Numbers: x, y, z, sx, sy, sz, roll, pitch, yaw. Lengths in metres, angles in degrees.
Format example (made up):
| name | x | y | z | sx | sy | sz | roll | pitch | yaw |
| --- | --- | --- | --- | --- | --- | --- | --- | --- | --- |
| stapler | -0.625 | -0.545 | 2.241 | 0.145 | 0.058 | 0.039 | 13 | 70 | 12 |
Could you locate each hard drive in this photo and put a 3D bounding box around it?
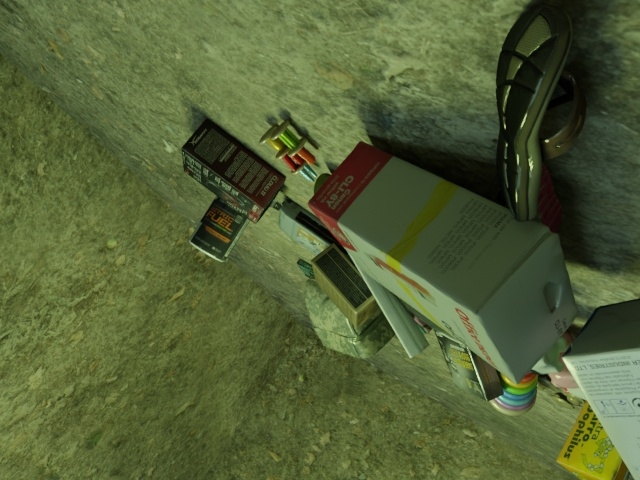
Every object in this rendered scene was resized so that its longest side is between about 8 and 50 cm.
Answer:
| name | x | y | z | sx | sy | sz | roll | pitch | yaw |
| --- | --- | --- | --- | --- | --- | --- | --- | --- | --- |
| hard drive | 0.170 | 0.142 | 1.304 | 0.308 | 0.040 | 0.203 | 59 | -170 | 15 |

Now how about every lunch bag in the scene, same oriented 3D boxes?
| name | x | y | z | sx | sy | sz | roll | pitch | yaw |
| --- | --- | --- | --- | --- | --- | --- | --- | --- | --- |
| lunch bag | 0.093 | 0.234 | 1.782 | 0.305 | 0.212 | 0.256 | 5 | 130 | 57 |

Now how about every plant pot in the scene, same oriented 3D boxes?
| name | x | y | z | sx | sy | sz | roll | pitch | yaw |
| --- | --- | --- | --- | --- | --- | --- | --- | --- | --- |
| plant pot | 0.041 | -0.105 | 1.126 | 0.079 | 0.083 | 0.083 | 5 | 148 | 41 |

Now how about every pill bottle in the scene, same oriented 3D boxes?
| name | x | y | z | sx | sy | sz | roll | pitch | yaw |
| --- | --- | --- | --- | --- | --- | --- | --- | --- | --- |
| pill bottle | -0.288 | -0.069 | 1.596 | 0.130 | 0.246 | 0.130 | 31 | 177 | 2 |

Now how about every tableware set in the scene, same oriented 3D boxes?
| name | x | y | z | sx | sy | sz | roll | pitch | yaw |
| --- | --- | --- | --- | --- | --- | --- | --- | --- | --- |
| tableware set | 0.675 | 0.435 | 1.490 | 0.168 | 0.020 | 0.141 | 34 | 164 | 10 |

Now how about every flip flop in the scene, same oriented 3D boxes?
| name | x | y | z | sx | sy | sz | roll | pitch | yaw |
| --- | --- | --- | --- | --- | --- | --- | --- | --- | --- |
| flip flop | 0.245 | -0.128 | 0.572 | 0.079 | 0.112 | 0.277 | -9 | 138 | 10 |

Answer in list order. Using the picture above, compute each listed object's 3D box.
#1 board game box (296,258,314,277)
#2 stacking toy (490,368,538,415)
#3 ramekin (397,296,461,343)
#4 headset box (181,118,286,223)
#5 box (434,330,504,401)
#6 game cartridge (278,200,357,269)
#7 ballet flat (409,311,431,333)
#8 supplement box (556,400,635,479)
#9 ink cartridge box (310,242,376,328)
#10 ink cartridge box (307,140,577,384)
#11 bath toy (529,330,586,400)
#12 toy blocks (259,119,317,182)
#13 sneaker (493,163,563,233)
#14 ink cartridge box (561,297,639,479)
| name | x | y | z | sx | sy | sz | roll | pitch | yaw |
| --- | --- | --- | --- | --- | --- | --- | --- | --- | --- |
| board game box | -0.001 | 0.146 | 2.069 | 0.186 | 0.026 | 0.126 | 27 | 163 | 28 |
| stacking toy | 0.521 | 0.352 | 1.384 | 0.141 | 0.141 | 0.330 | 27 | 155 | 29 |
| ramekin | 0.296 | 0.144 | 1.230 | 0.207 | 0.109 | 0.207 | 37 | 170 | 8 |
| headset box | -0.232 | -0.171 | 1.435 | 0.293 | 0.110 | 0.218 | 37 | 165 | -4 |
| box | 0.412 | 0.335 | 1.466 | 0.231 | 0.056 | 0.183 | 156 | 94 | -82 |
| game cartridge | 0.000 | 0.000 | 1.573 | 0.297 | 0.062 | 0.198 | 34 | 161 | 4 |
| ballet flat | 0.256 | 0.190 | 1.540 | 0.221 | 0.079 | 0.077 | 38 | 171 | -12 |
| supplement box | 0.830 | 0.598 | 1.313 | 0.356 | 0.194 | 0.195 | 38 | 165 | -6 |
| ink cartridge box | 0.071 | 0.135 | 1.473 | 0.193 | 0.088 | 0.235 | 49 | 171 | 17 |
| ink cartridge box | 0.196 | 0.028 | 0.872 | 0.384 | 0.160 | 0.279 | 36 | 171 | 45 |
| bath toy | 0.482 | 0.234 | 1.076 | 0.348 | 0.152 | 0.129 | 33 | 154 | -21 |
| toy blocks | -0.049 | -0.183 | 1.112 | 0.148 | 0.054 | 0.123 | 42 | 164 | -22 |
| sneaker | 0.297 | -0.051 | 0.752 | 0.074 | 0.063 | 0.170 | 24 | 159 | 45 |
| ink cartridge box | 0.532 | 0.257 | 0.634 | 0.396 | 0.151 | 0.270 | 60 | 146 | 0 |
